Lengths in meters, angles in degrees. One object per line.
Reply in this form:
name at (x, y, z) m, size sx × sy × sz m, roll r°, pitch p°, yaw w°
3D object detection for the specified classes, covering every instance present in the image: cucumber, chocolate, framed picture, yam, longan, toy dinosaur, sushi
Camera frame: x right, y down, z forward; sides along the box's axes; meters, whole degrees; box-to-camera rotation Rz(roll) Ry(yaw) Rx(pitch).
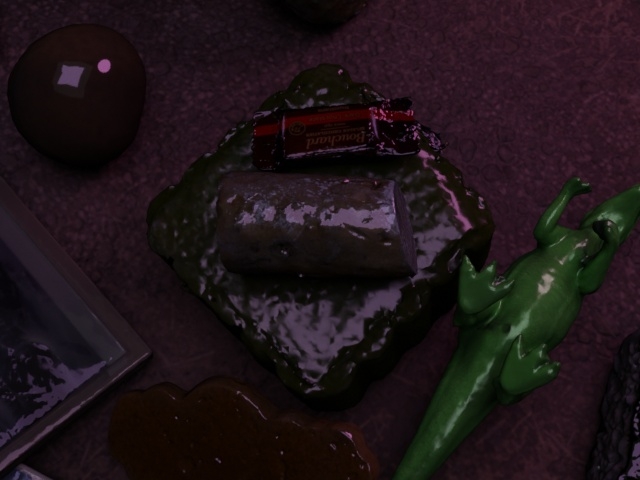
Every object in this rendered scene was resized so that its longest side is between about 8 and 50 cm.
cucumber at (0.089, -0.161, 1.121) m, size 0.181 × 0.053 × 0.053 m, roll 33°, pitch 72°, yaw 10°
chocolate at (0.014, -0.114, 0.894) m, size 0.182 × 0.028 × 0.086 m, roll -8°, pitch 60°, yaw 3°
framed picture at (-0.463, 0.078, 0.988) m, size 0.326 × 0.028 × 0.446 m, roll -39°, pitch 74°, yaw -22°
yam at (0.001, -0.014, 0.820) m, size 0.194 × 0.107 × 0.107 m, roll 3°, pitch 70°, yaw 7°
longan at (-0.308, -0.188, 1.056) m, size 0.189 × 0.189 × 0.189 m, roll 1°, pitch 70°, yaw -3°
toy dinosaur at (0.203, 0.138, 0.998) m, size 0.144 × 0.374 × 0.500 m, roll 40°, pitch 114°, yaw 16°
sushi at (0.395, 0.218, 0.958) m, size 0.127 × 0.124 × 0.225 m, roll 20°, pitch 70°, yaw 5°

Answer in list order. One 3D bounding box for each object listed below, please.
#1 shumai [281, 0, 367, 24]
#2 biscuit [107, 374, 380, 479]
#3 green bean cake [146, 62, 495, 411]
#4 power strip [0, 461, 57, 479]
shumai at (-0.054, -0.483, 1.150) m, size 0.288 × 0.330 × 0.292 m, roll 15°, pitch 31°, yaw 22°
biscuit at (-0.090, 0.240, 0.917) m, size 0.319 × 0.047 × 0.183 m, roll -9°, pitch 95°, yaw 22°
green bean cake at (0.000, 0.000, 0.984) m, size 0.319 × 0.218 × 0.335 m, roll -41°, pitch 70°, yaw -8°
power strip at (-0.379, 0.291, 0.936) m, size 0.367 × 0.043 × 0.106 m, roll 25°, pitch 71°, yaw 6°
